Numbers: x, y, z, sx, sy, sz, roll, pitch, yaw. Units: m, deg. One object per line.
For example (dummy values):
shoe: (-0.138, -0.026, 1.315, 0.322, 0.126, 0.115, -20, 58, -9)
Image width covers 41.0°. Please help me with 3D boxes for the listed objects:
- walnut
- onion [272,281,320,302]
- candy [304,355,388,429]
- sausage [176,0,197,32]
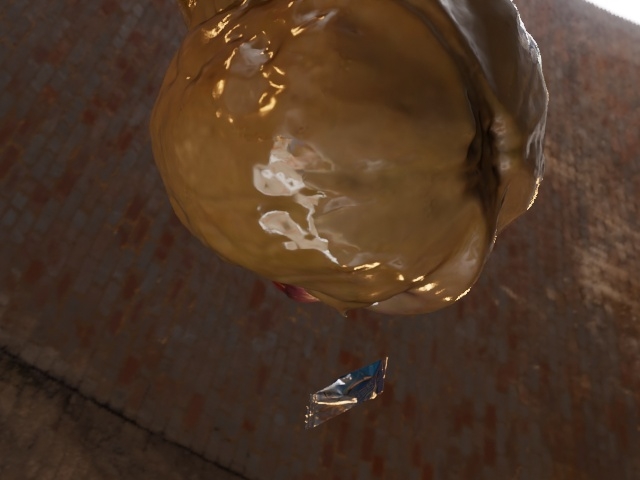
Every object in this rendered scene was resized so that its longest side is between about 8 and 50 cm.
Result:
walnut: (0.026, -0.109, 0.808, 0.383, 0.383, 0.383, 26, -125, -43)
onion: (0.004, 0.010, 1.202, 0.177, 0.177, 0.153, 36, -154, -36)
candy: (0.036, 0.214, 1.202, 0.136, 0.088, 0.038, -23, -124, -20)
sausage: (-0.086, -0.198, 1.092, 0.136, 0.123, 0.501, -9, -109, -32)
